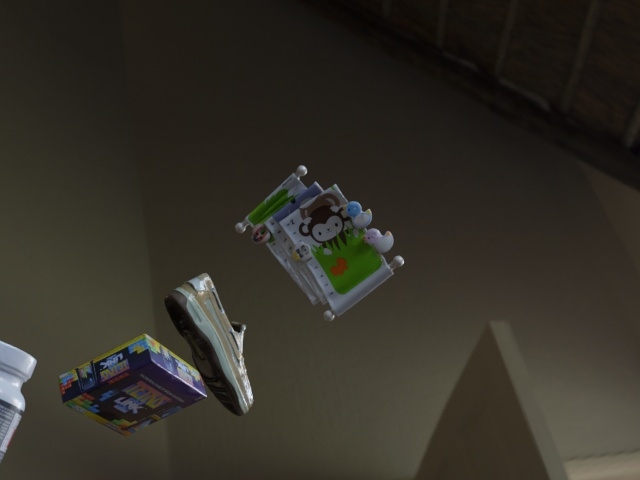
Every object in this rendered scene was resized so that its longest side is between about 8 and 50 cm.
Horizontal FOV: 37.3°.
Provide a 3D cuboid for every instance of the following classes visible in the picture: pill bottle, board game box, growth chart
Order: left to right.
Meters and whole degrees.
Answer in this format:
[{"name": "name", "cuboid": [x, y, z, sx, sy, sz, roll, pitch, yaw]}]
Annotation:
[{"name": "pill bottle", "cuboid": [-0.581, 0.301, 1.545, 0.162, 0.278, 0.162, 17, -21, 7]}, {"name": "board game box", "cuboid": [-0.262, 0.208, 1.342, 0.141, 0.048, 0.170, -26, -32, 8]}, {"name": "growth chart", "cuboid": [0.000, 0.000, 1.437, 0.172, 0.237, 0.021, -48, -18, 11]}]

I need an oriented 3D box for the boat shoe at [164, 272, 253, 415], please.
[{"name": "boat shoe", "cuboid": [-0.116, 0.126, 1.151, 0.072, 0.068, 0.190, -39, -57, -30]}]
